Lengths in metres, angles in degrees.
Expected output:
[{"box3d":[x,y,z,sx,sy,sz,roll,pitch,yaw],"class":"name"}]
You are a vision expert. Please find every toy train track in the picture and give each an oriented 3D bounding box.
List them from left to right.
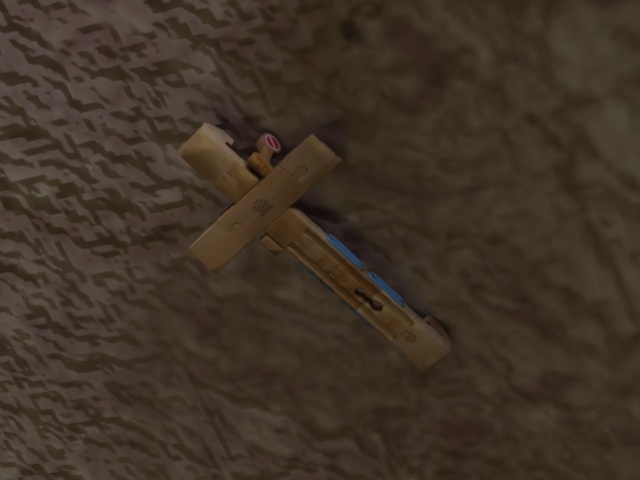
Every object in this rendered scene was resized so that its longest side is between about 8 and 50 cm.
[{"box3d":[0.000,0.000,0.442,0.083,0.014,0.048,42,121,-13],"class":"toy train track"}]
